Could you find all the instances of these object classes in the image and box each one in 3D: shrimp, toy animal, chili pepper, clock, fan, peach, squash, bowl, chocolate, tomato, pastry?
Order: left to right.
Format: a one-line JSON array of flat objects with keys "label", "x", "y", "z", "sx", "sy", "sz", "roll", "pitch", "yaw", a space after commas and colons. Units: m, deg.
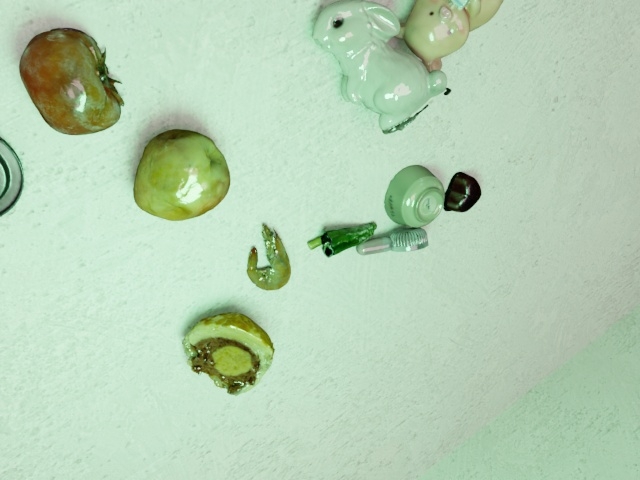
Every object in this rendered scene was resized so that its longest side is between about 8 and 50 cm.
[{"label": "clock", "x": -0.749, "y": -0.140, "z": 0.986, "sx": 0.214, "sy": 0.042, "sz": 0.215, "roll": -12, "pitch": 119, "yaw": -23}, {"label": "tomato", "x": -0.509, "y": -0.316, "z": 0.965, "sx": 0.180, "sy": 0.155, "sz": 0.214, "roll": -25, "pitch": 124, "yaw": -11}, {"label": "peach", "x": -0.343, "y": -0.150, "z": 1.117, "sx": 0.235, "sy": 0.214, "sz": 0.214, "roll": -26, "pitch": 125, "yaw": 6}, {"label": "pastry", "x": -0.260, "y": 0.305, "z": 1.392, "sx": 0.256, "sy": 0.170, "sz": 0.237, "roll": 34, "pitch": 115, "yaw": -7}, {"label": "shrimp", "x": -0.162, "y": 0.058, "z": 1.408, "sx": 0.132, "sy": 0.053, "sz": 0.236, "roll": -10, "pitch": 124, "yaw": -1}, {"label": "squash", "x": 0.000, "y": 0.000, "z": 1.470, "sx": 0.083, "sy": 0.027, "sz": 0.027, "roll": -29, "pitch": 124, "yaw": -12}, {"label": "chili pepper", "x": 0.101, "y": -0.020, "z": 1.486, "sx": 0.226, "sy": 0.059, "sz": 0.088, "roll": -21, "pitch": 114, "yaw": -35}, {"label": "toy animal", "x": 0.147, "y": -0.473, "z": 1.221, "sx": 0.257, "sy": 0.194, "sz": 0.357, "roll": -30, "pitch": 121, "yaw": 18}, {"label": "fan", "x": 0.237, "y": 0.010, "z": 1.554, "sx": 0.244, "sy": 0.130, "sz": 0.074, "roll": -10, "pitch": 101, "yaw": -8}, {"label": "bowl", "x": 0.326, "y": -0.131, "z": 1.531, "sx": 0.211, "sy": 0.112, "sz": 0.212, "roll": -13, "pitch": 119, "yaw": -25}, {"label": "toy animal", "x": 0.348, "y": -0.600, "z": 1.243, "sx": 0.256, "sy": 0.213, "sz": 0.195, "roll": -41, "pitch": 92, "yaw": -16}, {"label": "chocolate", "x": 0.507, "y": -0.154, "z": 1.636, "sx": 0.125, "sy": 0.080, "sz": 0.149, "roll": 11, "pitch": 106, "yaw": -32}]
